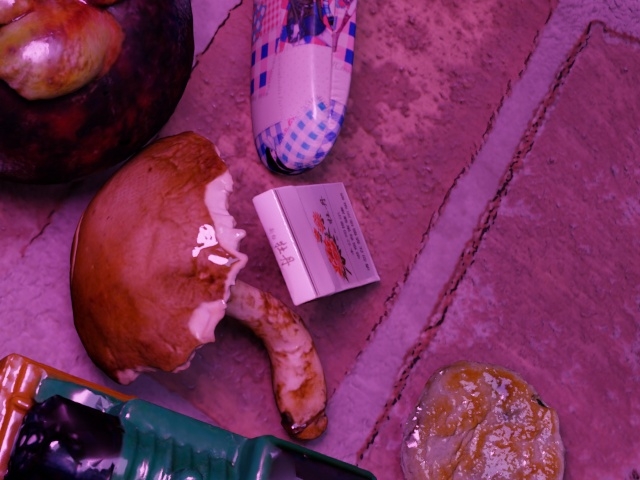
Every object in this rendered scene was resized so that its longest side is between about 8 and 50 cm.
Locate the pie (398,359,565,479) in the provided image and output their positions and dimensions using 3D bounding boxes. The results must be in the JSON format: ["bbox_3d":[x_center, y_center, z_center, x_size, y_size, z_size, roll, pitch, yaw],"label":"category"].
[{"bbox_3d":[0.162,0.211,1.871,0.187,0.041,0.187,6,75,-22],"label":"pie"}]

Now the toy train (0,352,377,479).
[{"bbox_3d":[-0.128,0.229,1.618,0.429,0.249,0.178,22,70,-19],"label":"toy train"}]

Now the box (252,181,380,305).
[{"bbox_3d":[0.000,0.000,1.786,0.109,0.029,0.198,68,19,4],"label":"box"}]

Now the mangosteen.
[{"bbox_3d":[-0.245,-0.185,1.648,0.288,0.288,0.288,6,75,-23],"label":"mangosteen"}]

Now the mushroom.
[{"bbox_3d":[-0.114,0.040,1.739,0.208,0.302,0.233,6,72,22],"label":"mushroom"}]

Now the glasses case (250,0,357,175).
[{"bbox_3d":[-0.017,-0.225,1.850,0.076,0.125,0.327,12,72,-30],"label":"glasses case"}]
